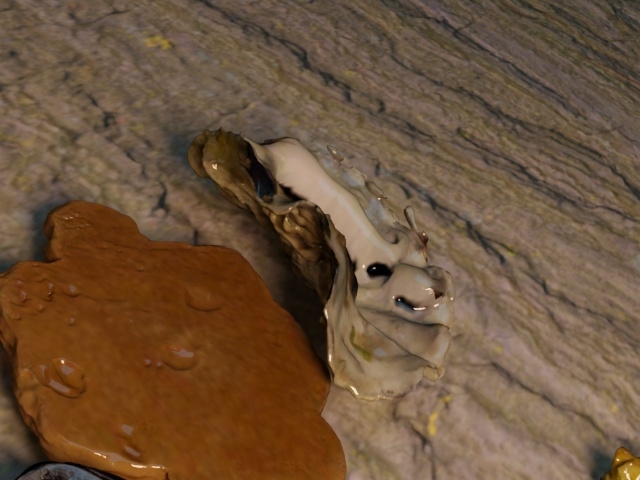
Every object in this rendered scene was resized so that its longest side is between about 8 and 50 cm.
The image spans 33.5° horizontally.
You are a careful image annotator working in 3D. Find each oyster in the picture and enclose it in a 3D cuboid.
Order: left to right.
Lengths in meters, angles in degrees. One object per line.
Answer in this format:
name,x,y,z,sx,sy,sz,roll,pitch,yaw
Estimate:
oyster,-0.001,0.001,1.014,0.351,0.115,0.238,43,19,22

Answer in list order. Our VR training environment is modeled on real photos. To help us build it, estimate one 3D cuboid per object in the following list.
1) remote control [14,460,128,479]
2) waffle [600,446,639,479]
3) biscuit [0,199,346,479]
remote control,-0.096,0.235,0.724,0.266,0.066,0.090,30,76,-2
waffle,0.383,0.318,0.931,0.260,0.069,0.293,21,33,-13
biscuit,-0.129,0.102,0.877,0.269,0.051,0.376,-8,48,-42
